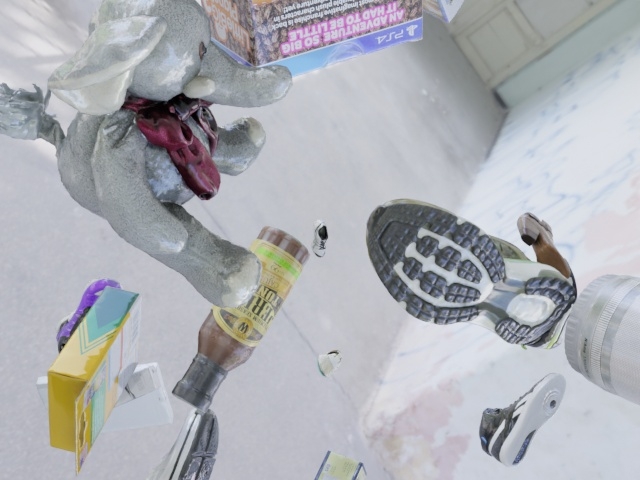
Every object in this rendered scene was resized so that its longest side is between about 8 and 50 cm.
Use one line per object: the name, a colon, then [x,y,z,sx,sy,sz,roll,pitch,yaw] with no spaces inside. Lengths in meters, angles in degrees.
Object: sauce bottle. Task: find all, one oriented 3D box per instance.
sauce bottle: [-0.142,0.140,1.324,0.111,0.111,0.345,39,71,-31]

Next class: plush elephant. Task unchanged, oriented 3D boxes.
plush elephant: [-0.152,-0.142,0.750,0.329,0.255,0.272,25,45,-19]

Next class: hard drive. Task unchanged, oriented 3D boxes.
hard drive: [-0.559,0.420,1.944,0.040,0.307,0.203,-99,-178,-56]

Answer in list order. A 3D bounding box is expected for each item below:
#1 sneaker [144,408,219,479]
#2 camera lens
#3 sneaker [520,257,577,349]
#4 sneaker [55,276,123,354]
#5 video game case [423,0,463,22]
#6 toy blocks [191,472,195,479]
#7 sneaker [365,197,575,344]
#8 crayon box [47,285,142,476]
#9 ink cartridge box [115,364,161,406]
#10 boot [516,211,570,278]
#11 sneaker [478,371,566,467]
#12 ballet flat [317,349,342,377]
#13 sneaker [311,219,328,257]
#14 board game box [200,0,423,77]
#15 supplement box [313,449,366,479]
sneaker: [-0.417,0.572,1.702,0.169,0.257,0.448,57,51,-68]
camera lens: [0.598,0.188,1.289,0.219,0.220,0.274,35,-8,-37]
sneaker: [0.458,0.141,1.526,0.084,0.097,0.235,-97,-174,-56]
sneaker: [-0.624,0.229,2.011,0.102,0.293,0.146,24,34,-31]
video game case: [0.106,-0.504,1.270,0.269,0.061,0.244,34,1,22]
toy blocks: [-0.163,0.508,1.031,0.260,0.308,0.289,55,37,-46]
sneaker: [0.197,0.030,1.108,0.410,0.158,0.182,27,16,-38]
crayon box: [-0.450,0.266,1.462,0.083,0.203,0.323,13,32,1]
ink cartridge box: [-0.440,0.339,1.697,0.099,0.135,0.056,120,-53,-82]
boot: [0.371,0.003,1.224,0.118,0.042,0.087,46,33,-4]
sneaker: [0.400,0.347,1.522,0.079,0.217,0.121,44,-13,-28]
ballet flat: [0.025,0.291,1.808,0.057,0.052,0.168,60,5,0]
sneaker: [0.000,0.000,1.552,0.037,0.031,0.083,-142,-135,-60]
board game box: [-0.017,-0.354,0.830,0.141,0.232,0.291,42,-34,46]
supplement box: [0.041,0.500,1.555,0.083,0.083,0.056,-60,151,-31]
